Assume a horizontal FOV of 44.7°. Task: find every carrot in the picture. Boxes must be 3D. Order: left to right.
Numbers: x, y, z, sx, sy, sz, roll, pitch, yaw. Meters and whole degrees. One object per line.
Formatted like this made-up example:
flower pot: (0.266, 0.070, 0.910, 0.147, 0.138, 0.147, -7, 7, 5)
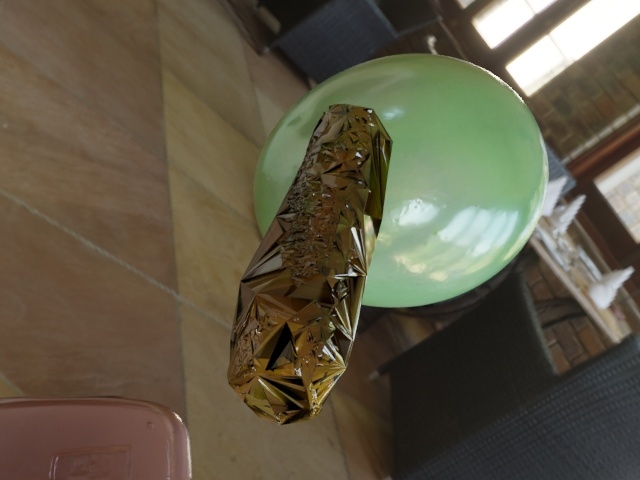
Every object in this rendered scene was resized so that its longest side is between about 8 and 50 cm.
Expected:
carrot: (0.001, 0.001, 0.446, 0.069, 0.069, 0.228, 44, 38, -23)

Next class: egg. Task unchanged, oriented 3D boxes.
egg: (0.072, -0.051, 0.687, 0.270, 0.220, 0.220, -13, 62, -31)

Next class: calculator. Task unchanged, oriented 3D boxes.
calculator: (-0.253, 0.218, 0.614, 0.048, 0.330, 0.220, 88, -5, -48)
